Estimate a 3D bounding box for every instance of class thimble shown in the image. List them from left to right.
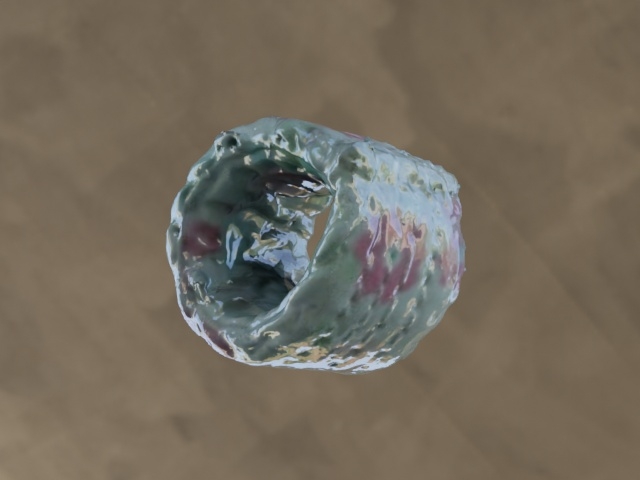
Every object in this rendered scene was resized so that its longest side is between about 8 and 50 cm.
[{"bbox_3d":[0.000,0.000,1.387,0.149,0.185,0.211,11,-38,-45],"label":"thimble"}]
